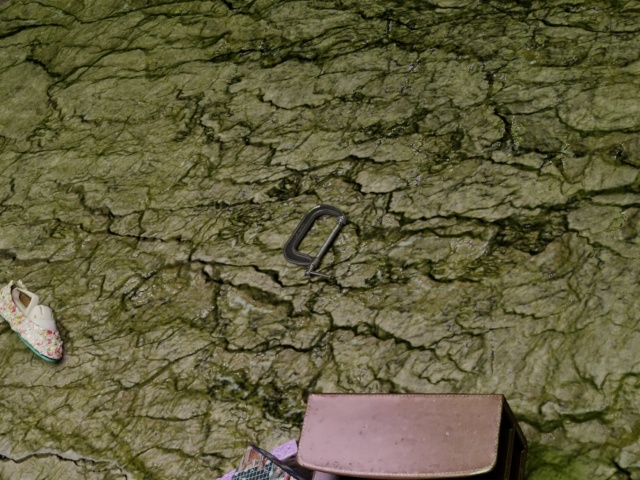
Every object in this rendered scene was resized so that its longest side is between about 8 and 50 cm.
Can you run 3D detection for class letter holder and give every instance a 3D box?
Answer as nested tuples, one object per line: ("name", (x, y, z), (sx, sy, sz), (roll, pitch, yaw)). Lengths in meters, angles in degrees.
("letter holder", (0.125, 0.348, 1.601), (0.302, 0.152, 0.214), (-3, 54, 24))

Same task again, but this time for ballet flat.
("ballet flat", (-0.564, 0.146, 2.147), (0.241, 0.091, 0.077), (34, 96, 40))

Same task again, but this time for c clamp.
("c clamp", (0.000, 0.000, 2.047), (0.137, 0.022, 0.161), (7, 58, 37))

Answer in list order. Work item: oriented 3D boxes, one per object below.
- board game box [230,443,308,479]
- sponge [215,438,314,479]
("board game box", (-0.097, 0.436, 1.576), (0.165, 0.042, 0.243), (27, 88, 44))
("sponge", (-0.107, 0.390, 1.702), (0.210, 0.117, 0.031), (-27, 44, 4))
